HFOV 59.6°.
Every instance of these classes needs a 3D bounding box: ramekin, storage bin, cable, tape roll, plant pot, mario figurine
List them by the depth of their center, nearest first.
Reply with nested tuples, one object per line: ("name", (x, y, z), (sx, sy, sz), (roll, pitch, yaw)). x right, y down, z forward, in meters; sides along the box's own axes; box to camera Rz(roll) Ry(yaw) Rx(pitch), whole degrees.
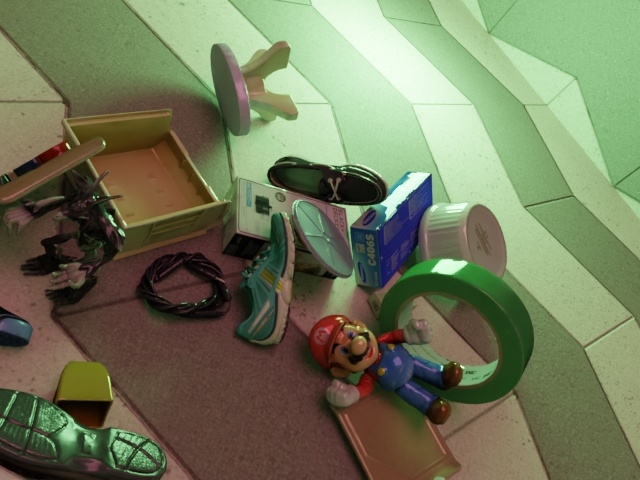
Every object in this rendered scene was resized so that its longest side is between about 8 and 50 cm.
("plant pot", (-0.375, 0.236, 0.878), (0.081, 0.081, 0.083), (10, 39, -29))
("cable", (-0.267, 0.084, 1.099), (0.184, 0.047, 0.150), (4, 54, -32))
("mario figurine", (0.127, 0.247, 1.121), (0.321, 0.170, 0.198), (24, 32, -2))
("storage bin", (-0.356, -0.125, 1.150), (0.260, 0.123, 0.262), (-20, 69, -43))
("tape roll", (0.283, 0.196, 1.196), (0.321, 0.321, 0.077), (47, 43, 6))
("ramekin", (0.387, 0.018, 1.488), (0.273, 0.127, 0.272), (15, 68, -42))

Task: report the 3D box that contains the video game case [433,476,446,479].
("video game case", (0.226, 0.580, 0.990), (0.227, 0.026, 0.206), (56, 48, -15))

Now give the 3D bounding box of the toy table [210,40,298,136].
("toy table", (-0.172, -0.393, 1.437), (0.161, 0.252, 0.274), (-12, 72, -22))

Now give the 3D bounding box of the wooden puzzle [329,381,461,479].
("wooden puzzle", (0.151, 0.404, 1.145), (0.221, 0.044, 0.238), (-11, 59, -40))

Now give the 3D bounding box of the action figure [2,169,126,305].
("action figure", (-0.406, 0.004, 0.897), (0.164, 0.275, 0.141), (51, 43, 10))

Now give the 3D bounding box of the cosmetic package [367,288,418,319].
("cosmetic package", (0.176, 0.151, 1.362), (0.115, 0.041, 0.060), (-4, 58, -37))

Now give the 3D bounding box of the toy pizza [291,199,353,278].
("toy pizza", (0.000, 0.000, 1.202), (0.201, 0.032, 0.201), (45, 23, -25))

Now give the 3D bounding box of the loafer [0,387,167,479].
("loafer", (-0.374, 0.304, 0.789), (0.302, 0.095, 0.109), (28, 18, -22))

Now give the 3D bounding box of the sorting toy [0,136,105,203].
("sorting toy", (-0.535, -0.089, 0.933), (0.307, 0.229, 0.041), (-46, 120, -41))

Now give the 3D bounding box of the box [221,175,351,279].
("box", (-0.075, -0.026, 1.295), (0.290, 0.087, 0.169), (16, 49, -25))

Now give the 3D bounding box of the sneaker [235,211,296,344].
("sneaker", (-0.107, 0.070, 1.133), (0.110, 0.107, 0.275), (9, 76, -5))

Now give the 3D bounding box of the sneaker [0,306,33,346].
("sneaker", (-0.555, 0.090, 0.865), (0.232, 0.081, 0.090), (23, 53, -17))

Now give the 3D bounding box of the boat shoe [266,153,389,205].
("boat shoe", (0.013, -0.135, 1.362), (0.303, 0.114, 0.091), (11, 27, 24))

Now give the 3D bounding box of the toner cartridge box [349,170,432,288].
("toner cartridge box", (0.193, -0.037, 1.435), (0.075, 0.165, 0.348), (9, 32, 30))

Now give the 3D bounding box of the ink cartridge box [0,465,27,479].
("ink cartridge box", (-0.422, 0.405, 0.677), (0.283, 0.117, 0.207), (34, 43, -7))
